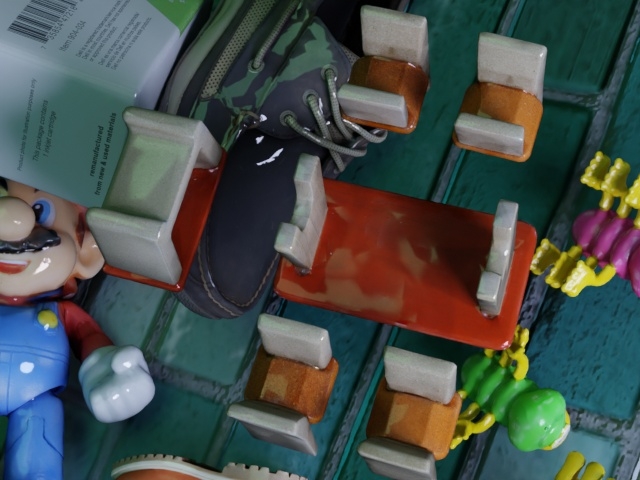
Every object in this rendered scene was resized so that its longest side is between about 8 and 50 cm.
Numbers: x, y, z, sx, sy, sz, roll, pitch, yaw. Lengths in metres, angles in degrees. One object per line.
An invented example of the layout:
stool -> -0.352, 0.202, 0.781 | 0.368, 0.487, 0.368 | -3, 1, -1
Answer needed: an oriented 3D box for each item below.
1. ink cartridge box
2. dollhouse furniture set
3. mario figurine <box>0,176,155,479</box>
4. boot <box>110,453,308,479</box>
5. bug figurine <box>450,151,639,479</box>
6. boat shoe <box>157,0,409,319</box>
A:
ink cartridge box -> -0.237, -0.158, 1.032 | 0.273, 0.114, 0.198 | 20, 38, 2
dollhouse furniture set -> 0.000, 0.000, 0.869 | 0.259, 0.135, 0.262 | 14, 74, 12
mario figurine -> -0.242, 0.057, 1.056 | 0.170, 0.198, 0.320 | -18, 63, 45
boot -> -0.088, 0.193, 0.971 | 0.158, 0.059, 0.084 | 3, 76, 34
bug figurine -> 0.183, 0.077, 0.825 | 0.279, 0.072, 0.216 | -55, 44, 7
boat shoe -> -0.018, -0.113, 1.013 | 0.130, 0.132, 0.355 | 6, 74, 37
